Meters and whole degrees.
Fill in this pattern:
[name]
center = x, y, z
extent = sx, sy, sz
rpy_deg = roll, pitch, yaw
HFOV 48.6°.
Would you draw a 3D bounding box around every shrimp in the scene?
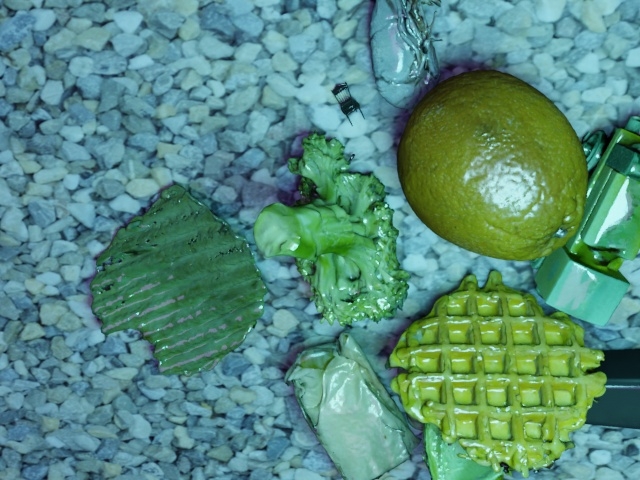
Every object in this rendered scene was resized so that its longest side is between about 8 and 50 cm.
[shrimp]
center = 0.160, -0.419, 1.341
extent = 0.145, 0.116, 0.342
rpy_deg = -6, 111, 9

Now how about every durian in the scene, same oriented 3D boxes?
[durian]
center = 0.315, 0.342, 1.414
extent = 0.198, 0.394, 0.163
rpy_deg = 33, 152, -29

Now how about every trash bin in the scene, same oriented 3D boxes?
[trash bin]
center = 0.558, 0.302, 1.454
extent = 0.226, 0.165, 0.114
rpy_deg = -1, 106, 10

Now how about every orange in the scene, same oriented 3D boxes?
[orange]
center = 0.311, -0.127, 1.281
extent = 0.322, 0.322, 0.357
rpy_deg = -49, 65, 16

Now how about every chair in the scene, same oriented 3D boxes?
[chair]
center = 0.057, -0.275, 1.437
extent = 0.037, 0.042, 0.086
rpy_deg = -29, 63, 13

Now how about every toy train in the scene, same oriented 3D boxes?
[toy train]
center = 0.528, -0.037, 1.322
extent = 0.160, 0.253, 0.397
rpy_deg = 23, 107, 0

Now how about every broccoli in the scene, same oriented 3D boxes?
[broccoli]
center = 0.027, 0.022, 1.336
extent = 0.353, 0.397, 0.275
rpy_deg = 39, 108, -12

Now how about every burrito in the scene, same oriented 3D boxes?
[burrito]
center = 0.066, 0.353, 1.546
extent = 0.190, 0.135, 0.331
rpy_deg = -28, 99, 14

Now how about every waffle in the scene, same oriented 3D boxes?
[waffle]
center = 0.342, 0.245, 1.363
extent = 0.380, 0.382, 0.095
rpy_deg = 36, 153, 25

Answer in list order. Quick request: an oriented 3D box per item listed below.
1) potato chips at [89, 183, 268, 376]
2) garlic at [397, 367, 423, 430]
[potato chips]
center = -0.302, 0.098, 1.550
extent = 0.373, 0.097, 0.389
rpy_deg = 42, 107, -6
[garlic]
center = 0.226, 0.323, 1.512
extent = 0.102, 0.147, 0.159
rpy_deg = -9, 88, 30
